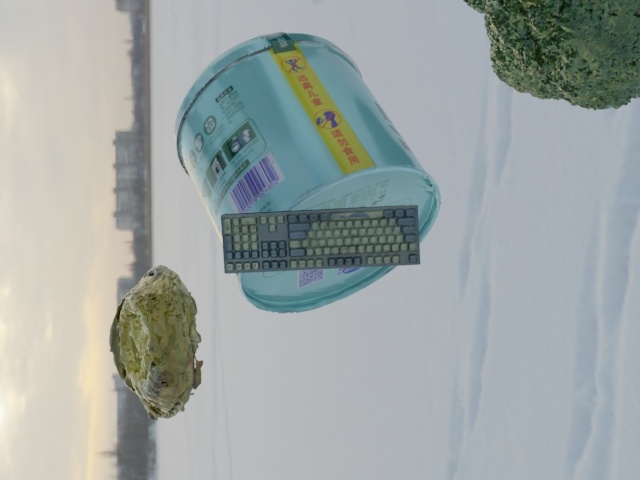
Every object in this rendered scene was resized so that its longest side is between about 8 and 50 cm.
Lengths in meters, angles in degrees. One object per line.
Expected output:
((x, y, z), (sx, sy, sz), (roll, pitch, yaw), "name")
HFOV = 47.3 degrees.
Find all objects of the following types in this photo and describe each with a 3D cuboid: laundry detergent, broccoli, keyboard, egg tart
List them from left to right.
((-0.295, 0.179, 1.277), (0.279, 0.095, 0.278), (2, 92, 55), "egg tart")
((-0.034, -0.106, 0.999), (0.305, 0.287, 0.287), (62, 154, 30), "laundry detergent")
((0.000, 0.000, 0.653), (0.014, 0.176, 0.055), (-68, -25, -83), "keyboard")
((0.394, -0.364, 1.049), (0.309, 0.414, 0.321), (-65, 5, -7), "broccoli")
